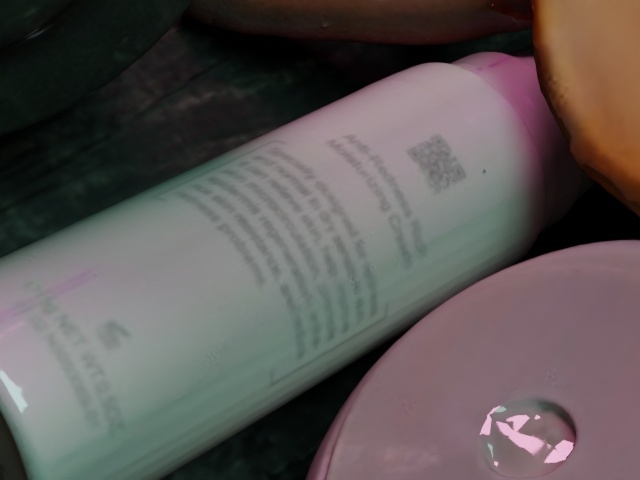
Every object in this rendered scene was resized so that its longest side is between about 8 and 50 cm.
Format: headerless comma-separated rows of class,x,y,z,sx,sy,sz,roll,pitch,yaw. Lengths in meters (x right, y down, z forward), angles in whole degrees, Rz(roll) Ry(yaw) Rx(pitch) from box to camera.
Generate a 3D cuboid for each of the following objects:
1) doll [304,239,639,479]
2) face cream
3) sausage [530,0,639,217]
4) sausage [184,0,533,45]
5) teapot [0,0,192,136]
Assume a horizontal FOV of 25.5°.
doll,0.115,0.123,0.537,0.251,0.221,0.221,-41,87,-13
face cream,0.000,0.000,0.575,0.346,0.102,0.102,-27,78,-37
sausage,0.255,-0.069,0.613,0.287,0.233,0.233,27,49,-46
sausage,0.022,-0.113,0.649,0.177,0.047,0.040,4,30,5
teapot,-0.208,-0.172,0.508,0.322,0.239,0.239,-19,47,-13
